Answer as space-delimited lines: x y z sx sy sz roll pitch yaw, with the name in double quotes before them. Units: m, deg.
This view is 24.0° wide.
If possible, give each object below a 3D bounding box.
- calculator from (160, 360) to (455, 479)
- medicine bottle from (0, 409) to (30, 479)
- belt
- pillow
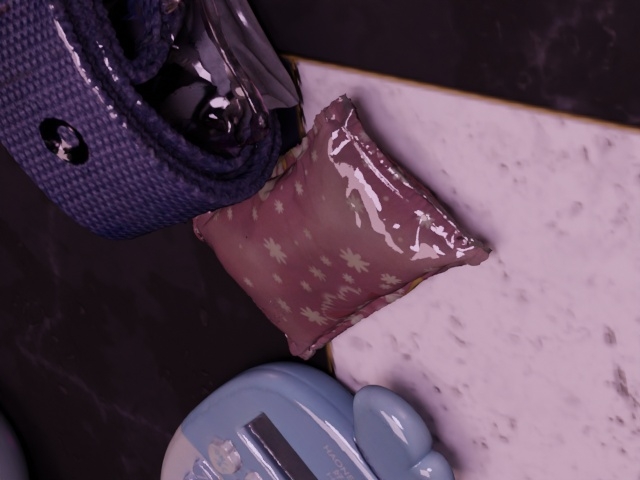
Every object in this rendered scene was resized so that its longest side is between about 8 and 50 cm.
"calculator" -0.009 0.169 0.956 0.188 0.042 0.303 52 139 2
"medicine bottle" -0.279 0.165 1.162 0.090 0.090 0.216 -29 97 49
"belt" -0.105 -0.119 0.777 0.126 0.140 0.230 -18 102 43
"pillow" 0.000 0.000 0.828 0.118 0.043 0.185 51 139 -2
